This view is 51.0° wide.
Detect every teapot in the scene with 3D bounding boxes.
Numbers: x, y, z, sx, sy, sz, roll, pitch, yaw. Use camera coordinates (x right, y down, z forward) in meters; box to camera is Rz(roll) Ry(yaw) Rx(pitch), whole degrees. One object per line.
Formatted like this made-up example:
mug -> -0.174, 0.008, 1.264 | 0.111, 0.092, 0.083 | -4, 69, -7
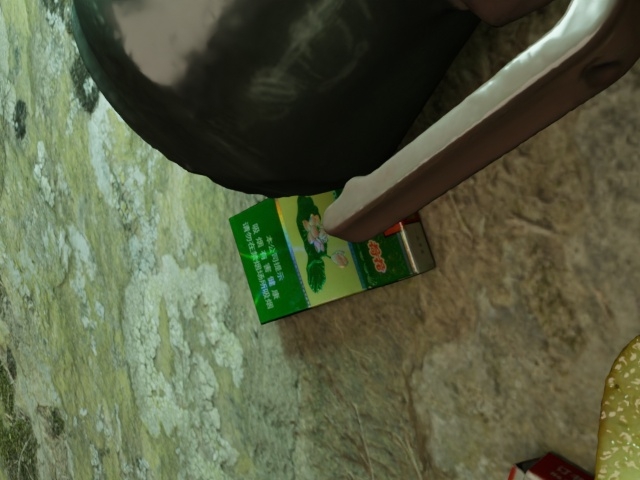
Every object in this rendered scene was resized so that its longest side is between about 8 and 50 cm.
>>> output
teapot -> 0.029, -0.197, 0.457 | 0.361, 0.305, 0.376 | -39, 54, 33

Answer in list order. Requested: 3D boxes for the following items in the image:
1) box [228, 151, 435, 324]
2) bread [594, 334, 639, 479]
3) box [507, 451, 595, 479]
box -> 0.000, 0.000, 0.700 | 0.235, 0.034, 0.132 | -22, 83, 42
bread -> 0.255, 0.106, 0.419 | 0.260, 0.129, 0.134 | -51, 44, 24
box -> 0.243, 0.272, 0.517 | 0.229, 0.050, 0.123 | 27, 115, 36
